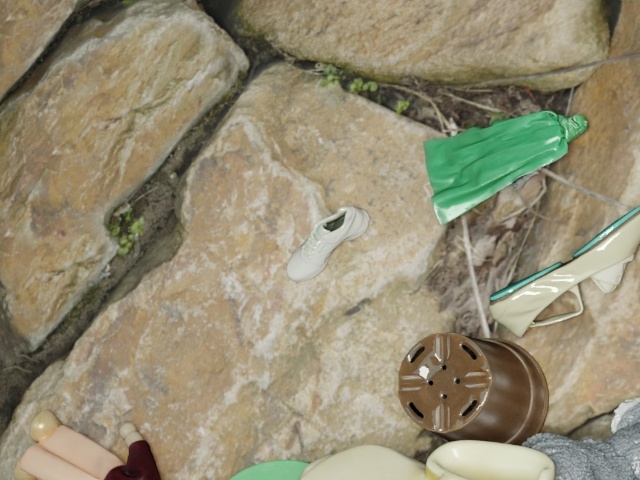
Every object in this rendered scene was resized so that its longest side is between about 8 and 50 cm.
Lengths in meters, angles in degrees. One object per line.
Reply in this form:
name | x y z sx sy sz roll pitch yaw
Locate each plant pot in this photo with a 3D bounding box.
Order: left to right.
plant pot | 0.188 0.194 1.542 0.167 0.165 0.167 -8 73 27

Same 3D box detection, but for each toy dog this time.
toy dog | 0.102 0.463 1.377 0.395 0.284 0.408 2 112 47

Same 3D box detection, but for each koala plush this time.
koala plush | 0.354 0.286 1.422 0.221 0.203 0.196 -24 36 -9

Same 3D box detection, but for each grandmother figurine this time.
grandmother figurine | -0.316 0.380 1.809 0.342 0.104 0.208 16 92 34

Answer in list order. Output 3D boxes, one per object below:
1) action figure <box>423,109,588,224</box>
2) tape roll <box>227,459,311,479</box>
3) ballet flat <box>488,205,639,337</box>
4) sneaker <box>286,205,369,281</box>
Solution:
action figure | 0.259 -0.118 1.654 0.232 0.063 0.137 -23 64 26
tape roll | -0.040 0.464 1.642 0.321 0.077 0.321 -8 72 27
ballet flat | 0.337 0.048 1.563 0.248 0.086 0.086 -33 62 18
sneaker | 0.000 0.000 1.766 0.152 0.061 0.054 -43 61 13
